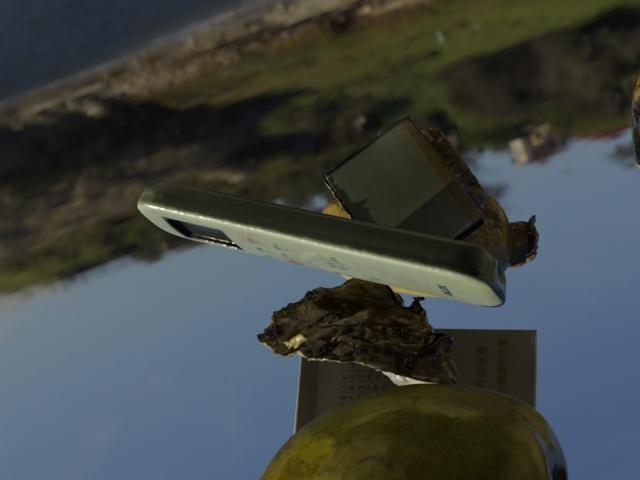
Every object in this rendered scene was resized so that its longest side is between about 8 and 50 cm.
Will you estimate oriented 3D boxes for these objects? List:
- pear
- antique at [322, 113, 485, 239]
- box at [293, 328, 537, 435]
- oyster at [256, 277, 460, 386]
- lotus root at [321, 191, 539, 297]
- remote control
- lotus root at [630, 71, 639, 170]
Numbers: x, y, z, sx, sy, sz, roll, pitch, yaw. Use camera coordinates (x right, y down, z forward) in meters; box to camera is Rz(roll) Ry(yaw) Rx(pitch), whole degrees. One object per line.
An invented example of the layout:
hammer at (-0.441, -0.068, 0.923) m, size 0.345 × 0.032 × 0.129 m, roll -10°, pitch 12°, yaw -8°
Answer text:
pear at (0.074, 0.263, 1.384) m, size 0.304 × 0.304 × 0.304 m, roll -20°, pitch -175°, yaw 2°
antique at (0.103, -0.051, 1.988) m, size 0.148 × 0.152 × 0.147 m, roll -36°, pitch 175°, yaw 5°
box at (0.146, 0.233, 2.644) m, size 0.365 × 0.204 × 0.051 m, roll 1°, pitch 156°, yaw 9°
oyster at (0.040, 0.096, 1.860) m, size 0.204 × 0.111 × 0.396 m, roll 15°, pitch -172°, yaw -14°
lotus root at (0.133, -0.003, 2.216) m, size 0.303 × 0.146 × 0.131 m, roll 3°, pitch -165°, yaw -7°
remote control at (0.000, 0.000, 1.375) m, size 0.309 × 0.038 × 0.090 m, roll 12°, pitch 168°, yaw 21°
lotus root at (0.448, -0.150, 2.214) m, size 0.097 × 0.110 × 0.258 m, roll -38°, pitch 152°, yaw -14°
